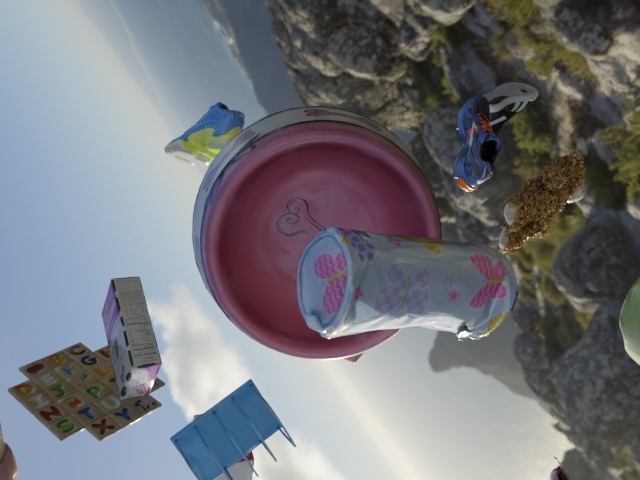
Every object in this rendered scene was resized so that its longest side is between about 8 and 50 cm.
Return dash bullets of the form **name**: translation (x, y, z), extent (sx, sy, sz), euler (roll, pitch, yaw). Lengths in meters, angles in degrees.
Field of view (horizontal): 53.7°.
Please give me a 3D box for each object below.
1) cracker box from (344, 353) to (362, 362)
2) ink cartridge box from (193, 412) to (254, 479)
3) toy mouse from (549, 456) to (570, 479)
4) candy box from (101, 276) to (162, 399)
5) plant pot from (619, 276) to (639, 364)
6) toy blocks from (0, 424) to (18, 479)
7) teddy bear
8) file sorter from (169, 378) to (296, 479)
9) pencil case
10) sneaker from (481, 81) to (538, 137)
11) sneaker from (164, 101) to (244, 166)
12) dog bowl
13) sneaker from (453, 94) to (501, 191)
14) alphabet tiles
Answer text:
- **cracker box**: translation (0.088, 0.217, 1.713), extent (0.155, 0.232, 0.067), euler (13, 129, 36)
- **ink cartridge box**: translation (-0.258, 0.552, 1.655), extent (0.176, 0.128, 0.128), euler (-119, 31, -51)
- **toy mouse**: translation (0.434, 0.454, 1.102), extent (0.143, 0.031, 0.161), euler (19, -145, -44)
- **candy box**: translation (-0.437, 0.222, 1.450), extent (0.159, 0.071, 0.234), euler (-57, 46, 45)
- **plant pot**: translation (0.558, 0.138, 0.845), extent (0.276, 0.276, 0.254), euler (56, 177, -18)
- **toy blocks**: translation (-0.589, 0.361, 0.787), extent (0.309, 0.288, 0.260), euler (-56, -25, -61)
- **teddy bear**: translation (0.555, -0.089, 1.563), extent (0.113, 0.338, 0.245), euler (29, 127, 34)
- **file sorter**: translation (-0.146, 0.349, 1.084), extent (0.118, 0.170, 0.104), euler (62, 163, -22)
- **pencil case**: translation (0.106, 0.055, 0.758), extent (0.273, 0.124, 0.113), euler (7, -164, -32)
- **sneaker**: translation (0.444, -0.311, 1.559), extent (0.079, 0.216, 0.121), euler (41, 138, 33)
- **sneaker**: translation (-0.257, -0.246, 1.460), extent (0.240, 0.126, 0.091), euler (2, 160, 35)
- **dog bowl**: translation (0.000, 0.000, 0.967), extent (0.408, 0.407, 0.150), euler (56, -178, -11)
- **sneaker**: translation (0.338, -0.209, 1.317), extent (0.083, 0.221, 0.087), euler (22, 154, -33)
- **alphabet tiles**: translation (-0.559, 0.353, 1.525), extent (0.342, 0.285, 0.011), euler (24, 120, 32)
